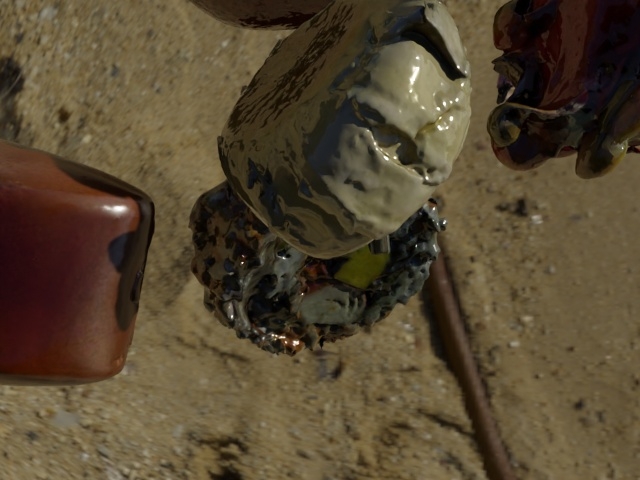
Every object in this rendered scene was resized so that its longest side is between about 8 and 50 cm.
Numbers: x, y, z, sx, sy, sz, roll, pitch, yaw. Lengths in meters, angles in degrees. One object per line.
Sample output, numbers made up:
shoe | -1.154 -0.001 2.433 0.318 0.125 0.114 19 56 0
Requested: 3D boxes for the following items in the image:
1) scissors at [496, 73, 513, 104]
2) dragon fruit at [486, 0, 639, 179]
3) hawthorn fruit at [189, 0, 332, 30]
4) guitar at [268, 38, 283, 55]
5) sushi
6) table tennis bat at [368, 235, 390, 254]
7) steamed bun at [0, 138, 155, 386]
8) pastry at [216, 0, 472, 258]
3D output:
scissors | 0.269 -0.240 1.754 0.012 0.039 0.113 40 59 -37
dragon fruit | 0.281 -0.187 1.171 0.227 0.243 0.307 41 100 0
hawthorn fruit | -0.032 -0.382 1.464 0.311 0.295 0.295 -6 86 7
guitar | 0.002 -0.199 1.720 0.084 0.271 0.038 21 114 -35
sushi | 0.004 -0.002 1.834 0.417 0.176 0.417 -19 132 -23
table tennis bat | 0.050 -0.115 1.259 0.021 0.154 0.274 -7 112 -3
steamed bun | -0.363 0.010 1.238 0.248 0.379 0.235 -5 108 -60
pastry | 0.015 -0.068 0.672 0.088 0.166 0.166 39 73 -27
